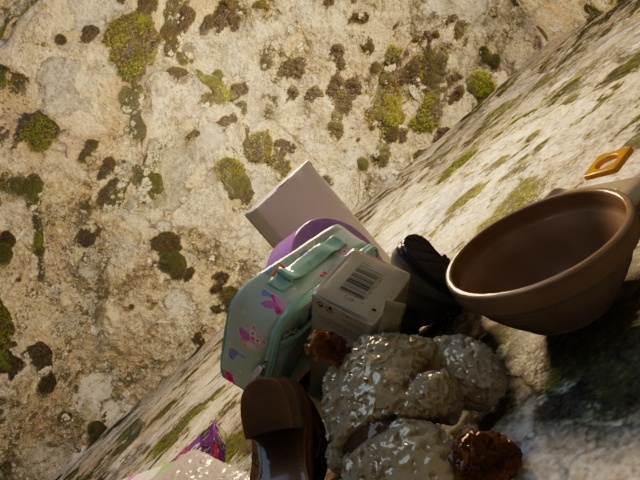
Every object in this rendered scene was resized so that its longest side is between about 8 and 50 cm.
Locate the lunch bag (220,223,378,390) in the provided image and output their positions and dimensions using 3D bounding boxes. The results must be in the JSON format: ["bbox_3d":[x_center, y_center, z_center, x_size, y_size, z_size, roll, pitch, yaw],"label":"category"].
[{"bbox_3d":[-0.028,0.108,0.882,0.279,0.107,0.224,-37,-26,-45],"label":"lunch bag"}]

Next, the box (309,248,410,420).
[{"bbox_3d":[0.050,0.154,0.824,0.113,0.094,0.275,-44,-31,-40],"label":"box"}]

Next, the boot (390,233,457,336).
[{"bbox_3d":[0.128,0.116,0.924,0.222,0.118,0.338,-41,-24,11],"label":"boot"}]

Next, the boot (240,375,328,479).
[{"bbox_3d":[-0.040,0.319,0.733,0.108,0.284,0.220,-14,-22,6],"label":"boot"}]

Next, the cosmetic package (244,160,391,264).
[{"bbox_3d":[0.000,0.000,1.503,0.197,0.366,0.155,-42,8,-18],"label":"cosmetic package"}]

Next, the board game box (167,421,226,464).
[{"bbox_3d":[-0.350,0.559,1.250,0.347,0.056,0.208,-42,3,-6],"label":"board game box"}]

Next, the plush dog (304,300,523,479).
[{"bbox_3d":[0.080,0.218,0.630,0.262,0.210,0.225,-41,34,17],"label":"plush dog"}]

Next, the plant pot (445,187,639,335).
[{"bbox_3d":[0.286,0.042,0.721,0.237,0.110,0.237,-30,13,8],"label":"plant pot"}]

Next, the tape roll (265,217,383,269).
[{"bbox_3d":[0.024,0.094,1.174,0.090,0.275,0.275,-33,10,41],"label":"tape roll"}]

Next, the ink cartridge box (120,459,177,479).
[{"bbox_3d":[-0.368,0.533,1.009,0.353,0.119,0.207,-27,13,25],"label":"ink cartridge box"}]

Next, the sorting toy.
[{"bbox_3d":[0.390,-0.021,0.902,0.347,0.047,0.196,-43,12,-11],"label":"sorting toy"}]

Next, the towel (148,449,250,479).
[{"bbox_3d":[-0.178,0.392,0.830,0.282,0.049,0.187,0,18,43],"label":"towel"}]
